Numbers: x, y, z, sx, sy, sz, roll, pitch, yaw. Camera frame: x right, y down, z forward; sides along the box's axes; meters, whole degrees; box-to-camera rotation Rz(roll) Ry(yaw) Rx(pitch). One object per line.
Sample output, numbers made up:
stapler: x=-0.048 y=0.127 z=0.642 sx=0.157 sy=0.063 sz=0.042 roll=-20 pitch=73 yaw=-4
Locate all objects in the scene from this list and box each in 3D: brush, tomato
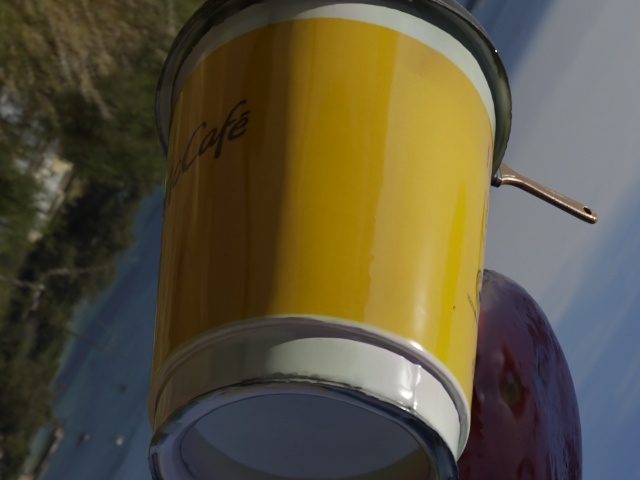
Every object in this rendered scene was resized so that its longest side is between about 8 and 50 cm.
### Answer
brush: x=0.168 y=-0.050 z=1.027 sx=0.014 sy=0.170 sz=0.043 roll=-52 pitch=-156 yaw=34
tomato: x=0.054 y=0.176 z=0.911 sx=0.293 sy=0.290 sz=0.325 roll=-19 pitch=176 yaw=15

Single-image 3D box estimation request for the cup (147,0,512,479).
cup: x=0.000 y=0.000 z=0.594 sx=0.196 sy=0.196 sz=0.279 roll=114 pitch=-13 yaw=-45
